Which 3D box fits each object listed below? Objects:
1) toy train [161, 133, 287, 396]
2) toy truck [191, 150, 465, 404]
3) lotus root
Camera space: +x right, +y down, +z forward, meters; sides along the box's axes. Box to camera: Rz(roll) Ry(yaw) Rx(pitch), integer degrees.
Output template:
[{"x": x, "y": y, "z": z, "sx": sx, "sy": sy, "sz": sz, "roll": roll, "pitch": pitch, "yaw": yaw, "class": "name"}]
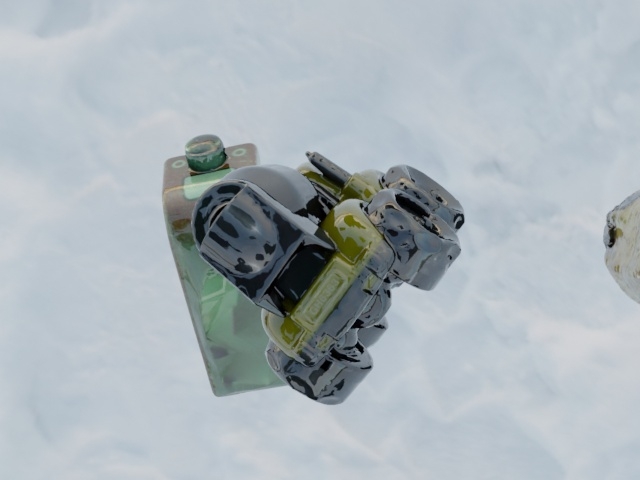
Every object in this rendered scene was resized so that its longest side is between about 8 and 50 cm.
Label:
[{"x": -0.103, "y": 0.034, "z": 1.824, "sx": 0.129, "sy": 0.326, "sz": 0.159, "roll": -11, "pitch": 34, "yaw": 1, "class": "toy train"}, {"x": 0.000, "y": 0.000, "z": 1.129, "sx": 0.165, "sy": 0.224, "sz": 0.147, "roll": 36, "pitch": 107, "yaw": 0, "class": "toy truck"}, {"x": 0.298, "y": 0.009, "z": 1.307, "sx": 0.097, "sy": 0.258, "sz": 0.110, "roll": 17, "pitch": 96, "yaw": -1, "class": "lotus root"}]
